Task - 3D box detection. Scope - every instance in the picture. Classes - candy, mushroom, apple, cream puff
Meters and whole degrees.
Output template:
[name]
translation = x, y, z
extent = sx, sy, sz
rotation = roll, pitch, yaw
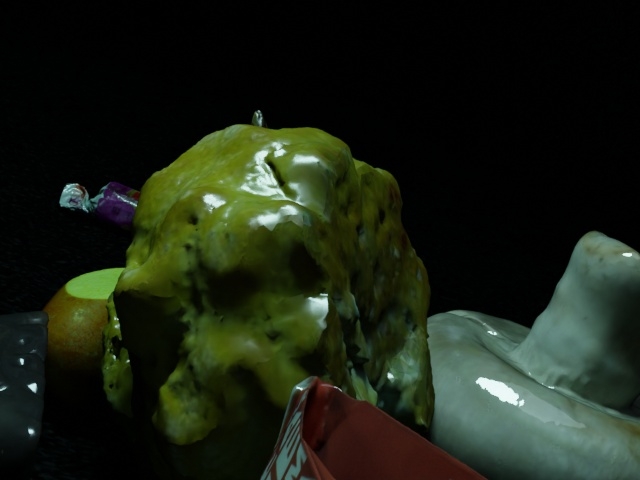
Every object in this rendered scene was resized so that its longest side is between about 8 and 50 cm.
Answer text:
[candy]
translation = -0.175, -0.023, 1.598
extent = 0.175, 0.043, 0.045
rotation = 20, 22, 5
[mushroom]
translation = 0.168, 0.101, 1.146
extent = 0.243, 0.244, 0.243
rotation = 18, 12, -4
[apple]
translation = -0.141, 0.072, 1.107
extent = 0.114, 0.099, 0.102
rotation = -22, 26, -33
[cream puff]
translation = -0.042, 0.063, 1.000
extent = 0.185, 0.282, 0.282
rotation = -7, 4, 18

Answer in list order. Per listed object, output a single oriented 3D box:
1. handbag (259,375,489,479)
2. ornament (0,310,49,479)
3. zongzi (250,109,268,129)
[handbag]
translation = 0.033, 0.181, 0.717
extent = 0.151, 0.171, 0.298
rotation = 13, 15, -23
[ornament]
translation = -0.280, 0.087, 0.858
extent = 0.260, 0.106, 0.251
rotation = 11, 12, -13
[zongzi]
translation = 0.000, 0.000, 1.424
extent = 0.187, 0.184, 0.084
rotation = 17, 8, -10
